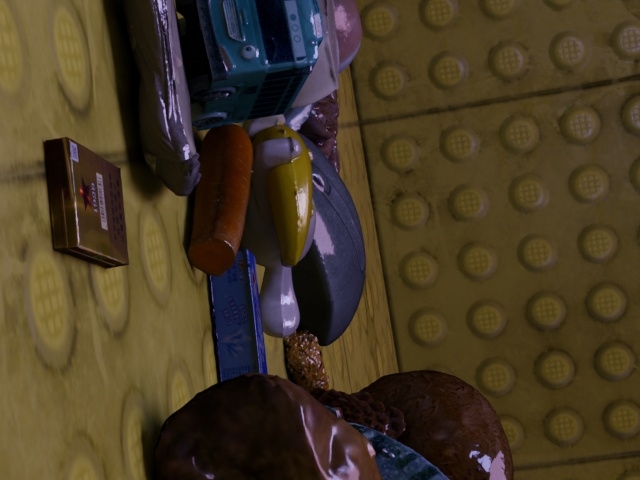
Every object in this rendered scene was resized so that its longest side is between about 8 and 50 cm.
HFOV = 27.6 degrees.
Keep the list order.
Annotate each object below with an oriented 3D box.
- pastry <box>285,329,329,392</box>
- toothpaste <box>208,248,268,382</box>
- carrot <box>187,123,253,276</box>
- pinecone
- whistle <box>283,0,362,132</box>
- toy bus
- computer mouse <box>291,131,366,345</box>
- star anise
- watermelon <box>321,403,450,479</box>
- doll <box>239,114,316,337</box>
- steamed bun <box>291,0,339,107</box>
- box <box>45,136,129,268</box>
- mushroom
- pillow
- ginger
[{"bbox_3d":[-0.014,0.201,1.956,0.140,0.056,0.080,70,3,-47],"label":"pastry"},{"bbox_3d":[-0.088,0.148,1.510,0.066,0.053,0.272,50,32,-76],"label":"toothpaste"},{"bbox_3d":[-0.113,-0.058,1.507,0.225,0.067,0.067,-88,167,-46],"label":"carrot"},{"bbox_3d":[0.015,0.287,1.625,0.208,0.208,0.207,-9,90,-82],"label":"pinecone"},{"bbox_3d":[-0.035,-0.262,1.940,0.189,0.189,0.347,70,25,-54],"label":"whistle"},{"bbox_3d":[-0.083,-0.211,1.426,0.256,0.147,0.128,143,-64,-78],"label":"toy bus"},{"bbox_3d":[0.003,-0.001,1.998,0.203,0.114,0.373,-70,153,-47],"label":"computer mouse"},{"bbox_3d":[-0.020,-0.189,2.170,0.292,0.109,0.349,-99,-173,-62],"label":"star anise"},{"bbox_3d":[0.067,0.337,1.429,0.213,0.290,0.319,55,35,-58],"label":"watermelon"},{"bbox_3d":[-0.062,-0.039,1.654,0.252,0.111,0.237,104,-26,-44],"label":"doll"},{"bbox_3d":[-0.064,-0.300,1.758,0.146,0.164,0.241,73,10,-53],"label":"steamed bun"},{"bbox_3d":[-0.191,-0.029,1.084,0.133,0.023,0.090,37,43,-78],"label":"box"},{"bbox_3d":[0.111,0.334,1.773,0.239,0.345,0.345,42,39,-60],"label":"mushroom"},{"bbox_3d":[-0.162,-0.169,1.312,0.169,0.059,0.254,149,-68,-88],"label":"pillow"},{"bbox_3d":[-0.034,0.261,1.239,0.223,0.201,0.269,35,47,-77],"label":"ginger"}]
